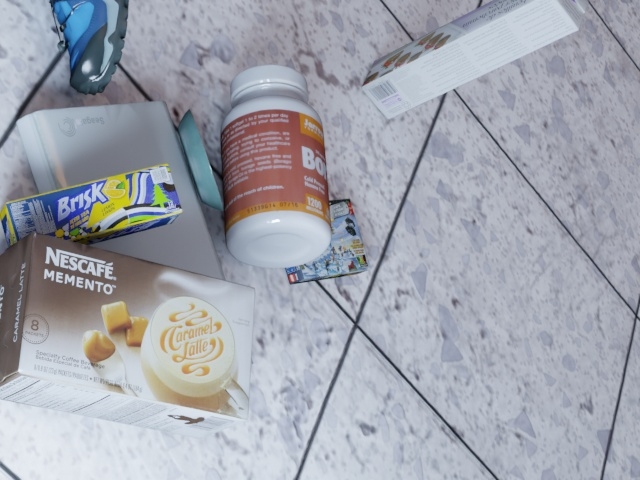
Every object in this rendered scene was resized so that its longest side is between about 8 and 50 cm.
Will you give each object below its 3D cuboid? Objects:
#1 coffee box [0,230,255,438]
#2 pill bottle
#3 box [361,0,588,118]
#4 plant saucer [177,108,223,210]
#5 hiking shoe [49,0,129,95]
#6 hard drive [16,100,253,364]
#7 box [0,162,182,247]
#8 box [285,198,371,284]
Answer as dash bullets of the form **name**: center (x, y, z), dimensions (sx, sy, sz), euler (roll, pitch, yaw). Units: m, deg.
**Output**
- **coffee box**: center (-0.193, 0.095, 1.572), dimensions (0.246, 0.098, 0.141), euler (17, 64, -31)
- **pill bottle**: center (-0.053, -0.087, 1.872), dimensions (0.121, 0.121, 0.216), euler (23, 52, -43)
- **box**: center (0.193, -0.249, 2.099), dimensions (0.067, 0.324, 0.063), euler (46, 44, -22)
- **plant saucer**: center (-0.136, -0.086, 1.813), dimensions (0.119, 0.021, 0.119), euler (161, -90, -86)
- **hiking shoe**: center (-0.282, -0.300, 1.750), dimensions (0.132, 0.113, 0.304), euler (-2, 77, -20)
- **hard drive**: center (-0.192, 0.006, 1.723), dimensions (0.203, 0.040, 0.307), euler (-11, 81, -53)
- **box**: center (-0.226, -0.027, 1.614), dimensions (0.169, 0.059, 0.054), euler (-14, 83, -20)
- **box**: center (0.000, 0.000, 1.973), dimensions (0.137, 0.027, 0.094), euler (-6, 77, -52)
